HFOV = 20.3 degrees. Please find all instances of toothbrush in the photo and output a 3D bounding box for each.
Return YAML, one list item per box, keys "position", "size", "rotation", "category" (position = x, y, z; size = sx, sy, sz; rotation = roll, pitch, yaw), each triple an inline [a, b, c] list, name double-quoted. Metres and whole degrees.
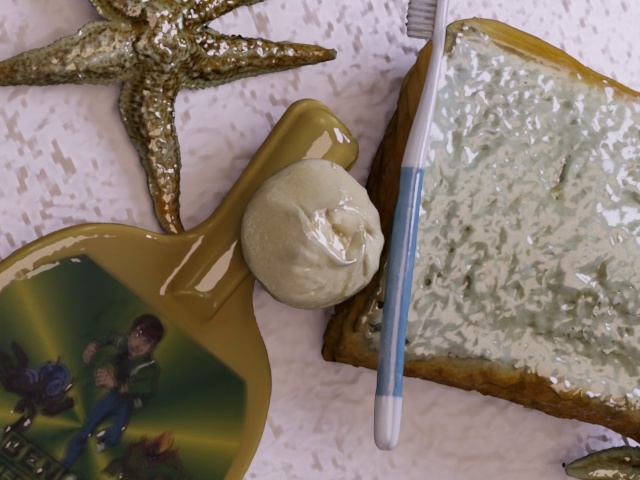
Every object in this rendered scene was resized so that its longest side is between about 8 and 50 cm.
- position: [0.047, -0.020, 1.009]
  size: [0.025, 0.019, 0.276]
  rotation: [7, 84, 5]
  category: "toothbrush"

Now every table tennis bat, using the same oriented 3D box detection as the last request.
- position: [-0.092, 0.050, 1.017]
  size: [0.198, 0.050, 0.321]
  rotation: [44, 79, -23]
  category: "table tennis bat"

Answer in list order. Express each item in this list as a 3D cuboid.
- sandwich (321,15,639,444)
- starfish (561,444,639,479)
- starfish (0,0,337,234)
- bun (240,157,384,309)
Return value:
- position: [0.150, 0.003, 1.073]
  size: [0.251, 0.087, 0.226]
  rotation: [18, 81, -7]
  category: "sandwich"
- position: [0.309, 0.195, 1.158]
  size: [0.347, 0.078, 0.358]
  rotation: [26, 82, -10]
  category: "starfish"
- position: [-0.096, -0.105, 1.033]
  size: [0.223, 0.050, 0.217]
  rotation: [-15, 102, -16]
  category: "starfish"
- position: [0.000, 0.000, 0.993]
  size: [0.086, 0.055, 0.086]
  rotation: [-9, 107, -29]
  category: "bun"
